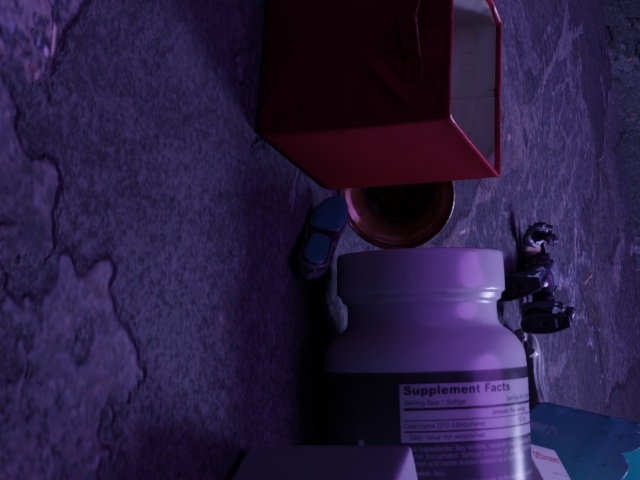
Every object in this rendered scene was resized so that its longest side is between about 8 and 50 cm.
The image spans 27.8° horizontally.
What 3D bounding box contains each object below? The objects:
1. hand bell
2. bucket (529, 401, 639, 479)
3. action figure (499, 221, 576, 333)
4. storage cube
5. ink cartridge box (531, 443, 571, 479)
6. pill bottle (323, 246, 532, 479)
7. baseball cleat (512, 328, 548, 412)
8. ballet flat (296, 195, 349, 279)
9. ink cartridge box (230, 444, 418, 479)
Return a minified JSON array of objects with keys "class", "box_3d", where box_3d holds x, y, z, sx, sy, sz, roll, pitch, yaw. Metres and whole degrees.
[{"class":"hand bell","box_3d":[0.098,-0.083,1.516,0.242,0.126,0.126,-65,147,-72]},{"class":"bucket","box_3d":[0.387,0.383,1.944,0.281,0.183,0.281,-32,130,-48]},{"class":"action figure","box_3d":[0.369,0.073,2.155,0.185,0.099,0.285,67,20,-8]},{"class":"storage cube","box_3d":[0.064,-0.168,1.281,0.215,0.193,0.184,34,56,-63]},{"class":"ink cartridge box","box_3d":[0.293,0.362,1.657,0.139,0.082,0.191,25,35,-60]},{"class":"pill bottle","box_3d":[0.108,0.193,1.316,0.210,0.210,0.363,8,79,-68]},{"class":"baseball cleat","box_3d":[0.342,0.248,2.094,0.109,0.072,0.206,36,55,-63]},{"class":"ballet flat","box_3d":[0.000,0.000,1.314,0.114,0.041,0.041,-67,146,-49]},{"class":"ink cartridge box","box_3d":[0.009,0.408,1.092,0.279,0.160,0.385,-59,140,-57]}]
